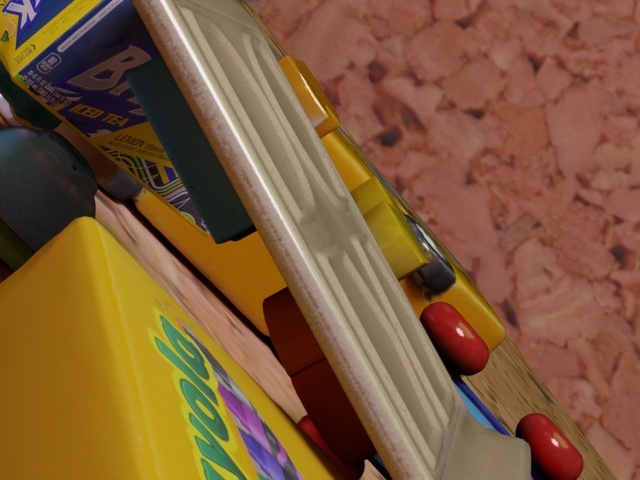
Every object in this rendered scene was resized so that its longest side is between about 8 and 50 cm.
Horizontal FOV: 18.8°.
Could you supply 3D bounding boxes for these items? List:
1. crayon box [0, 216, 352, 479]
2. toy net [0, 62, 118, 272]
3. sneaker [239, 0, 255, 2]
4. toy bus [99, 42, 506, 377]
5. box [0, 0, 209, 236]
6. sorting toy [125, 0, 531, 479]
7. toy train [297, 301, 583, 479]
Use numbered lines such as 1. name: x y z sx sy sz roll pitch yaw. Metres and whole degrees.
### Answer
1. crayon box: -0.012 0.127 0.511 0.318 0.081 0.202 47 8 -28
2. toy net: -0.138 -0.061 0.828 0.122 0.045 0.232 48 6 -15
3. sneaker: -0.103 -0.276 1.014 0.236 0.130 0.323 47 10 -32
4. toy bus: -0.025 -0.025 1.091 0.333 0.108 0.130 47 8 -35
5. box: -0.075 -0.066 0.802 0.054 0.059 0.169 54 6 32
6. sorting toy: 0.000 0.000 0.715 0.229 0.041 0.307 57 7 1
7. toy train: 0.104 0.154 0.956 0.248 0.105 0.143 49 0 -24
